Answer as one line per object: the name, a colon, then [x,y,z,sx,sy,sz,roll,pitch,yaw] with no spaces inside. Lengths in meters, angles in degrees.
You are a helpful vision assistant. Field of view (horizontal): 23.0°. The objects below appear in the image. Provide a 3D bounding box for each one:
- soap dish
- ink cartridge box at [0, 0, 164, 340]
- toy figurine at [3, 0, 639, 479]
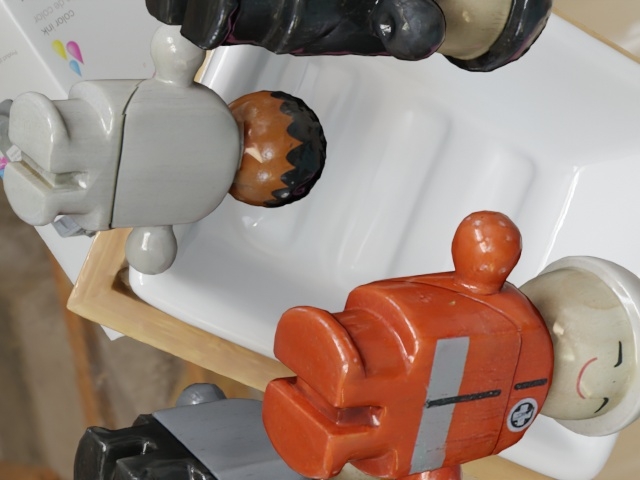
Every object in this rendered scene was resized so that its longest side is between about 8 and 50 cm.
soap dish: [0.041,-0.021,0.777,0.291,0.229,0.118,25,173,-25]
ink cartridge box: [-0.137,-0.118,1.173,0.306,0.131,0.226,56,-132,-12]
toy figurine: [0.000,0.000,0.559,0.148,0.209,0.213,-6,-110,-36]
